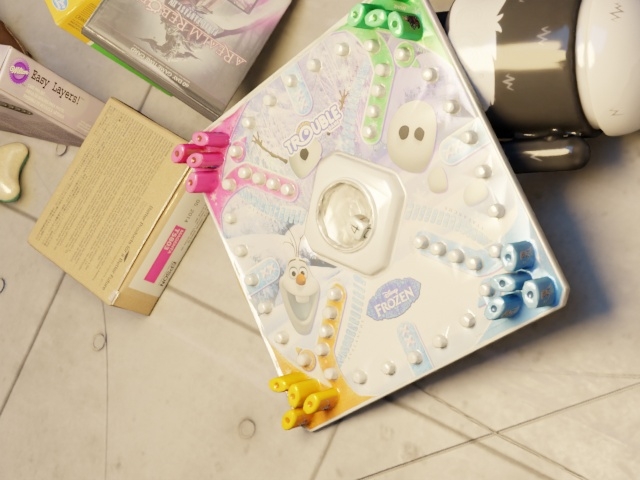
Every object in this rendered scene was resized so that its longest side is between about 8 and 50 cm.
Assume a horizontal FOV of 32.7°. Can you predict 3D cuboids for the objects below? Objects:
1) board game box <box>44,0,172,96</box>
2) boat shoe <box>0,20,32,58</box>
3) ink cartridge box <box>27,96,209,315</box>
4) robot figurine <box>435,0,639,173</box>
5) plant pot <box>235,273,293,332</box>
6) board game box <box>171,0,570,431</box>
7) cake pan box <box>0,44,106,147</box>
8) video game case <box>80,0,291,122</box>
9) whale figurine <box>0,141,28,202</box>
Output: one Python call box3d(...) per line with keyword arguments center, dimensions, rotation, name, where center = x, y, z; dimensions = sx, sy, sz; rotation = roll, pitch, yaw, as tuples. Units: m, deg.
box3d(center=(-0.314, -0.367, 1.499), dimensions=(0.064, 0.242, 0.316), rotation=(-39, 60, 14), name="board game box")
box3d(center=(-0.541, -0.335, 1.681), dimensions=(0.257, 0.095, 0.095), rotation=(32, 131, 24), name="boat shoe")
box3d(center=(-0.257, -0.047, 1.460), dimensions=(0.193, 0.088, 0.234), rotation=(32, 92, 32), name="ink cartridge box")
box3d(center=(0.239, -0.192, 1.169), dimensions=(0.278, 0.173, 0.209), rotation=(2, 113, 31), name="robot figurine")
box3d(center=(0.000, 0.000, 1.330), dimensions=(0.236, 0.032, 0.236), rotation=(-9, 72, 28), name="plant pot")
box3d(center=(0.027, -0.028, 1.201), dimensions=(0.390, 0.050, 0.390), rotation=(-33, 75, 36), name="board game box")
box3d(center=(-0.445, -0.207, 1.526), dimensions=(0.267, 0.246, 0.070), rotation=(13, 78, 34), name="cake pan box")
box3d(center=(-0.149, -0.307, 1.380), dimensions=(0.026, 0.196, 0.274), rotation=(-35, 25, 60), name="video game case")
box3d(center=(-0.568, -0.082, 1.645), dimensions=(0.272, 0.141, 0.216), rotation=(-4, 56, 5), name="whale figurine")
